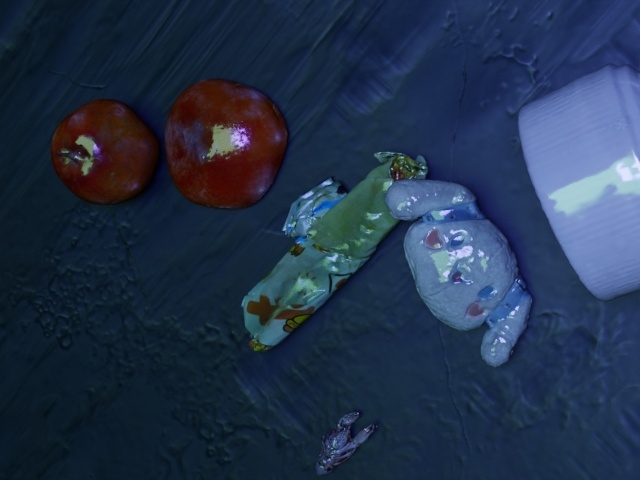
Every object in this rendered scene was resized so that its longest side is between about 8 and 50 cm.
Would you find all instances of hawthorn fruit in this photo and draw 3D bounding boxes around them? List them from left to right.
[{"bbox_3d":[-0.260,-0.100,1.123,0.125,0.140,0.125,29,126,49],"label":"hawthorn fruit"}]

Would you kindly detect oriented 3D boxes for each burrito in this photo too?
[{"bbox_3d":[0.000,0.000,1.048,0.288,0.054,0.104,-45,73,21],"label":"burrito"}]

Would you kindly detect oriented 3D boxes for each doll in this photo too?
[{"bbox_3d":[0.142,0.025,0.970,0.104,0.071,0.214,-29,93,7],"label":"doll"}]

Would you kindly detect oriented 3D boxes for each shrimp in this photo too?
[{"bbox_3d":[0.023,0.220,1.065,0.092,0.029,0.038,-43,68,15],"label":"shrimp"}]

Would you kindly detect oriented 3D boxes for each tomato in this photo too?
[{"bbox_3d":[-0.121,-0.106,1.085,0.156,0.069,0.155,2,95,25],"label":"tomato"}]

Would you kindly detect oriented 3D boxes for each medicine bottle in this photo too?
[{"bbox_3d":[0.370,-0.099,0.786,0.372,0.211,0.211,-23,84,24],"label":"medicine bottle"}]
